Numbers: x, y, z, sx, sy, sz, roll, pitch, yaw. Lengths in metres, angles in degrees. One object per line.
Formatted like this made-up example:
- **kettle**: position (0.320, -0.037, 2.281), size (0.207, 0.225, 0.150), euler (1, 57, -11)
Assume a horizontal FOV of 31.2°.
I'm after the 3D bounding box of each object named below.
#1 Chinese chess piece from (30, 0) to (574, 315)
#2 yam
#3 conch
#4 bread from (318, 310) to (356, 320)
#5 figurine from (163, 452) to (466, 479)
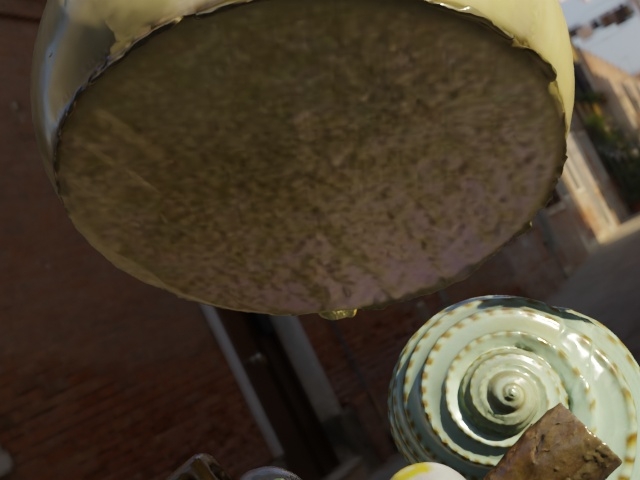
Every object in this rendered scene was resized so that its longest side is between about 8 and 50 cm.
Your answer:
- **Chinese chess piece**: position (-0.009, -0.069, 0.582), size (0.270, 0.112, 0.270), euler (-2, -36, -2)
- **yam**: position (0.188, 0.205, 0.971), size (0.127, 0.084, 0.084), euler (-49, -6, 6)
- **conch**: position (0.229, 0.168, 1.263), size (0.303, 0.215, 0.319), euler (9, 9, 7)
- **bread**: position (0.000, 0.001, 1.526), size (0.068, 0.188, 0.125), euler (-18, 39, -15)
- **figurine**: position (-0.034, 0.198, 0.579), size (0.261, 0.186, 0.382), euler (-45, -6, -3)
